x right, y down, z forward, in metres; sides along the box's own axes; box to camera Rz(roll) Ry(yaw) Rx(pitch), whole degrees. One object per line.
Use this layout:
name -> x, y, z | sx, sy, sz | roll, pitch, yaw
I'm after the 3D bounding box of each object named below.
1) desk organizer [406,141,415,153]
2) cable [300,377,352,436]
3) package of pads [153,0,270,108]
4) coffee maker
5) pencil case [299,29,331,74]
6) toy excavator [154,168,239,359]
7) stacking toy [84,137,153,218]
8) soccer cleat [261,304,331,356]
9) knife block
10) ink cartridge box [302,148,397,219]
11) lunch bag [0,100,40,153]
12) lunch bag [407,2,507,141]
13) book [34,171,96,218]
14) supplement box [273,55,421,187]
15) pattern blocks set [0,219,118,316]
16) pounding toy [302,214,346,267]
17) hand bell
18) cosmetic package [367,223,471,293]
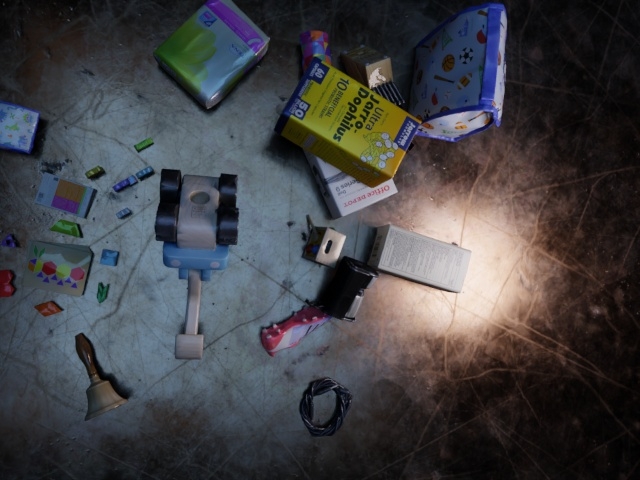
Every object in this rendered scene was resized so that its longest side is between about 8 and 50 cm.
desk organizer -> 0.262, -0.352, 1.825 | 0.047, 0.050, 0.130 | -45, 98, -9
cable -> 0.011, 0.541, 1.754 | 0.151, 0.047, 0.184 | 32, 83, -9
package of pads -> -0.325, -0.581, 1.681 | 0.229, 0.101, 0.296 | 44, 82, -7
coffee maker -> 0.075, 0.148, 1.697 | 0.171, 0.120, 0.178 | 10, 110, -44
pencil case -> -0.015, -0.546, 1.748 | 0.105, 0.104, 0.236 | -3, 89, -12
toy excavator -> -0.364, 0.072, 1.612 | 0.223, 0.445, 0.432 | 2, 47, -11
stacking toy -> -0.564, -0.188, 1.646 | 0.221, 0.052, 0.166 | -34, 96, -11
soccer cleat -> -0.070, 0.284, 1.736 | 0.248, 0.083, 0.095 | -23, 123, -16
knife block -> 0.173, -0.483, 1.773 | 0.088, 0.275, 0.242 | -23, 128, -12
ink cartridge box -> 0.090, -0.239, 1.749 | 0.211, 0.121, 0.289 | -25, 93, -12
lunch bag -> -0.889, -0.324, 1.557 | 0.151, 0.096, 0.128 | 11, 86, -2
lunch bag -> 0.447, -0.505, 1.698 | 0.239, 0.385, 0.327 | 6, 87, -11
book -> -0.756, -0.133, 1.614 | 0.144, 0.035, 0.096 | 20, 88, -11
supplement box -> 0.073, -0.332, 1.587 | 0.357, 0.195, 0.194 | 29, 82, -9
pattern blocks set -> -0.779, 0.080, 1.606 | 0.325, 0.026, 0.285 | 22, 85, -11
pounding toy -> 0.000, 0.000, 1.732 | 0.100, 0.130, 0.141 | 22, 84, -23
hand bell -> -0.667, 0.387, 1.598 | 0.126, 0.126, 0.241 | -22, 82, -12
cosmetic package -> 0.321, 0.062, 1.789 | 0.297, 0.129, 0.153 | 19, 84, -10
